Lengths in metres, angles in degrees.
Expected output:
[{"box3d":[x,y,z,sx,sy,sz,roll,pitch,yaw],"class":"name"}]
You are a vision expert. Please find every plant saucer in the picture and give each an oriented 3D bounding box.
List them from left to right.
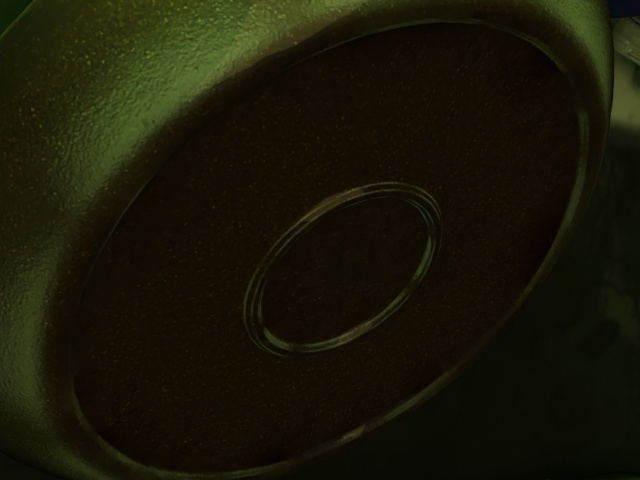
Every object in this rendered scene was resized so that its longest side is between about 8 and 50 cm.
[{"box3d":[0.000,0.000,0.452,0.311,0.050,0.310,-21,140,-20],"class":"plant saucer"}]

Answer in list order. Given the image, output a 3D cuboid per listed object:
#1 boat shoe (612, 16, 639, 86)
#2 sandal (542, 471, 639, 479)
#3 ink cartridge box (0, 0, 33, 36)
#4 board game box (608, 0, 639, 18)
[{"box3d":[0.201,-0.102,0.676,0.100,0.035,0.035,25,114,-42],"class":"boat shoe"},{"box3d":[0.139,0.182,0.694,0.255,0.054,0.097,10,88,-29],"class":"sandal"},{"box3d":[-0.084,-0.107,0.399,0.235,0.056,0.171,-36,122,-5],"class":"ink cartridge box"},{"box3d":[0.155,-0.307,0.522,0.233,0.078,0.347,48,63,-35],"class":"board game box"}]
